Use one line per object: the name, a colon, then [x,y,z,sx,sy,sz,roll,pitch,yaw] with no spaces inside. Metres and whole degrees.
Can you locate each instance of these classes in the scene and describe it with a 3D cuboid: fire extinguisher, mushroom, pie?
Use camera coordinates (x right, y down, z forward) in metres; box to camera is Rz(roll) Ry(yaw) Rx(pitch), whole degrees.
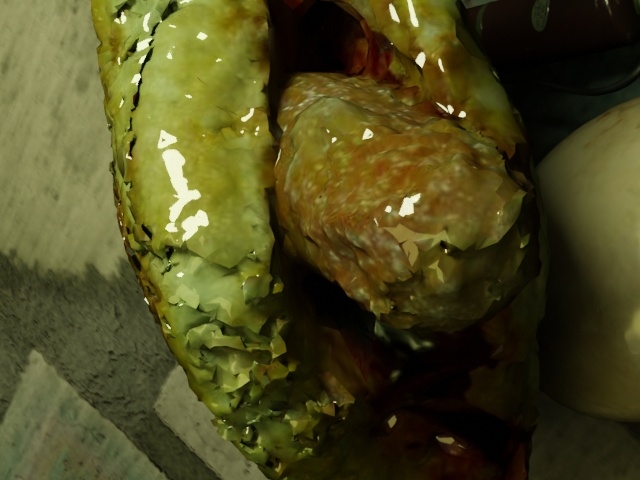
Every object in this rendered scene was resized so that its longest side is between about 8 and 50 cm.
fire extinguisher: [0.134,-0.115,0.836,0.157,0.045,0.078,-10,82,38]
mushroom: [0.186,0.022,0.766,0.206,0.206,0.209,13,127,32]
pie: [-0.001,0.005,0.755,0.418,0.180,0.395,81,174,-51]
